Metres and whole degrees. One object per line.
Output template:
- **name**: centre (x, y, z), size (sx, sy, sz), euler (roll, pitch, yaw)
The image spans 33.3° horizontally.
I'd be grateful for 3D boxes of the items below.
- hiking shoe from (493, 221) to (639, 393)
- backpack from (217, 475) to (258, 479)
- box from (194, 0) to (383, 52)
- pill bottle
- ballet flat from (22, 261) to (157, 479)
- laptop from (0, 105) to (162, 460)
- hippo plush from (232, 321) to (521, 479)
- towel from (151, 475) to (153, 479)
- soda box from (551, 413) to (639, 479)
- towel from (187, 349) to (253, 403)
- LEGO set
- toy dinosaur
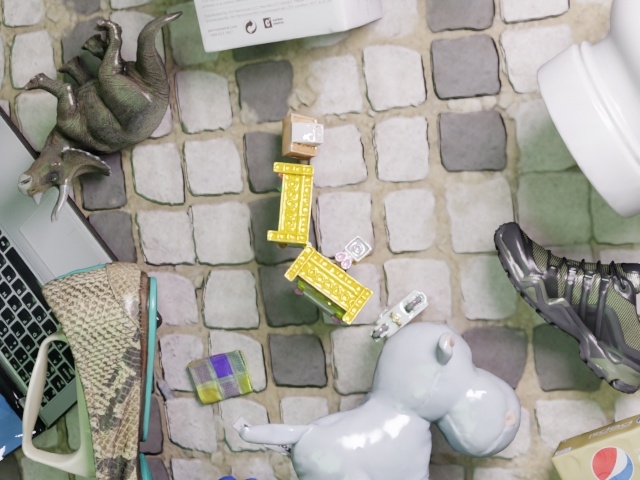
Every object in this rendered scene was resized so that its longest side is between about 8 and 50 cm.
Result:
- **hiking shoe**: centre (0.287, 0.050, 1.148), size (0.114, 0.086, 0.227), euler (-44, 86, 10)
- **backpack**: centre (-0.120, 0.359, 1.344), size (0.101, 0.120, 0.098), euler (27, 109, 17)
- **box**: centre (-0.044, -0.313, 1.178), size (0.181, 0.119, 0.182), euler (-4, 107, 27)
- **pill bottle**: centre (0.415, -0.190, 0.960), size (0.408, 0.229, 0.229), euler (-31, 86, 24)
- **ballet flat**: centre (-0.272, 0.268, 1.326), size (0.182, 0.164, 0.482), euler (-6, 98, -9)
- **laptop**: centre (-0.499, 0.100, 1.398), size (0.408, 0.236, 0.382), euler (-42, 82, 24)
- **hippo plush**: centre (0.087, 0.206, 1.215), size (0.294, 0.234, 0.236), euler (39, 81, -3)
- **towel**: centre (-0.246, 0.347, 1.446), size (0.067, 0.029, 0.119), euler (-25, 88, 25)
- **soda box**: centre (0.347, 0.224, 1.154), size (0.181, 0.058, 0.061), euler (-26, 88, 25)
- **towel**: centre (-0.129, 0.176, 1.376), size (0.083, 0.009, 0.060), euler (-16, 92, 25)
- **LEGO set**: centre (0.000, 0.000, 1.263), size (0.132, 0.107, 0.287), euler (-30, 81, -10)
- **toy dinosaur**: centre (-0.257, -0.174, 1.331), size (0.313, 0.121, 0.160), euler (-33, 97, 20)
